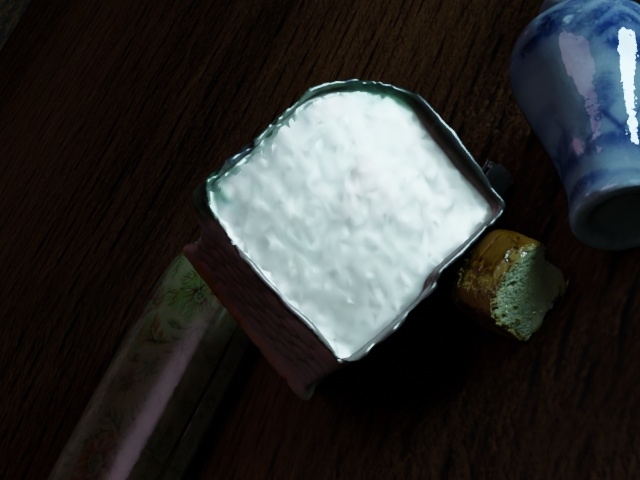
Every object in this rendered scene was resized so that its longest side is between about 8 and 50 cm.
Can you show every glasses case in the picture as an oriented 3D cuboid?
[{"bbox_3d":[-0.183,0.180,1.153,0.156,0.098,0.425,0,56,46],"label":"glasses case"}]

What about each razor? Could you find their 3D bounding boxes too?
[{"bbox_3d":[0.131,-0.054,1.094,0.068,0.040,0.135,-53,28,-9],"label":"razor"}]

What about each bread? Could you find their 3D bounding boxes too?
[{"bbox_3d":[0.160,0.036,0.927,0.083,0.077,0.070,-55,37,-9],"label":"bread"}]

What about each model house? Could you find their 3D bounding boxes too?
[{"bbox_3d":[0.000,0.000,0.999,0.237,0.202,0.237,-45,-1,-26],"label":"model house"}]

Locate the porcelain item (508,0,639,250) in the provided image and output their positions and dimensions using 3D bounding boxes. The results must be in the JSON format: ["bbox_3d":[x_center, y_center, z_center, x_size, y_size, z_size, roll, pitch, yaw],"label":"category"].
[{"bbox_3d":[0.244,-0.118,0.947,0.141,0.141,0.259,-26,48,30],"label":"porcelain item"}]
